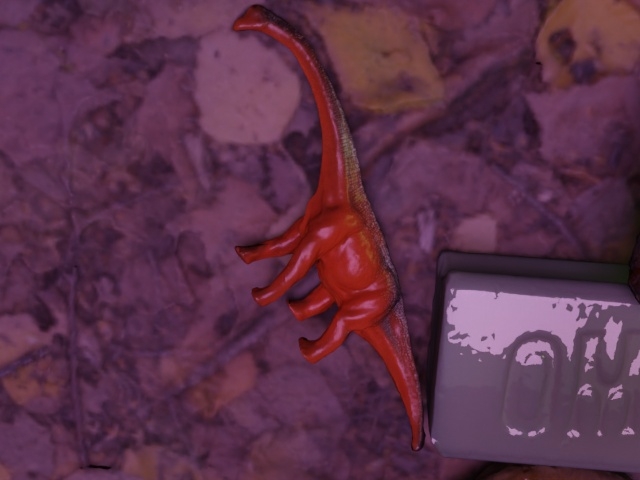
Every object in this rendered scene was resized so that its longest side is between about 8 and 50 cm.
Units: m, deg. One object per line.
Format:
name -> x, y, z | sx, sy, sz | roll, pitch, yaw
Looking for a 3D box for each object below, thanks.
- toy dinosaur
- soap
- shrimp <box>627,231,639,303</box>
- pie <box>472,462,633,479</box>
toy dinosaur -> -0.001, -0.001, 0.620 | 0.101, 0.055, 0.279 | -29, 101, 0
soap -> 0.167, 0.075, 0.624 | 0.198, 0.066, 0.119 | 4, 103, 1
shrimp -> 0.216, -0.046, 0.577 | 0.073, 0.075, 0.190 | 15, 85, 4
pie -> 0.142, 0.232, 0.678 | 0.195, 0.046, 0.195 | 0, 104, 1
